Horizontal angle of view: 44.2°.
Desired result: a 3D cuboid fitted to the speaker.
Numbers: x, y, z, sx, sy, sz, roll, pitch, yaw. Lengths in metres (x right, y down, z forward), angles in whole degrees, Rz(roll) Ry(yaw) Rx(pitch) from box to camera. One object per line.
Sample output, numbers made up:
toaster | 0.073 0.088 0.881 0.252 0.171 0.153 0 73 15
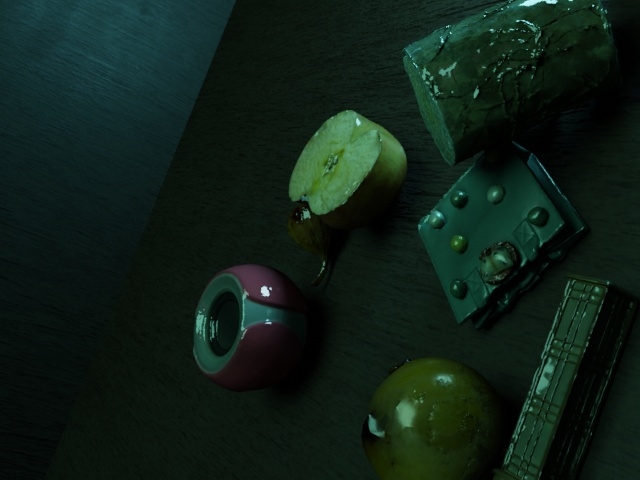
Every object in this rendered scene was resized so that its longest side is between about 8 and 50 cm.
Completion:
speaker | -0.163 0.207 1.803 0.294 0.294 0.294 -38 40 41

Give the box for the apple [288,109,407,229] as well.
apple | 0.080 -0.135 1.742 0.251 0.163 0.293 -53 31 10

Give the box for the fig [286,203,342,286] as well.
fig | 0.000 0.000 1.858 0.146 0.134 0.201 110 147 -65

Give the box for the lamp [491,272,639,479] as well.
lamp | 0.354 0.214 1.125 0.090 0.089 0.325 16 85 60

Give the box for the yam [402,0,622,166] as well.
yam | 0.316 -0.283 1.320 0.348 0.241 0.241 -23 45 16

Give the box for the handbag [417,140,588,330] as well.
handbag | 0.296 -0.024 1.378 0.268 0.100 0.274 -48 34 29

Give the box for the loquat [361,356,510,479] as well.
loquat | 0.178 0.293 1.217 0.235 0.235 0.235 -38 40 41

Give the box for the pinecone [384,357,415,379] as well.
pinecone | 0.170 0.264 1.398 0.102 0.102 0.109 -29 80 48
